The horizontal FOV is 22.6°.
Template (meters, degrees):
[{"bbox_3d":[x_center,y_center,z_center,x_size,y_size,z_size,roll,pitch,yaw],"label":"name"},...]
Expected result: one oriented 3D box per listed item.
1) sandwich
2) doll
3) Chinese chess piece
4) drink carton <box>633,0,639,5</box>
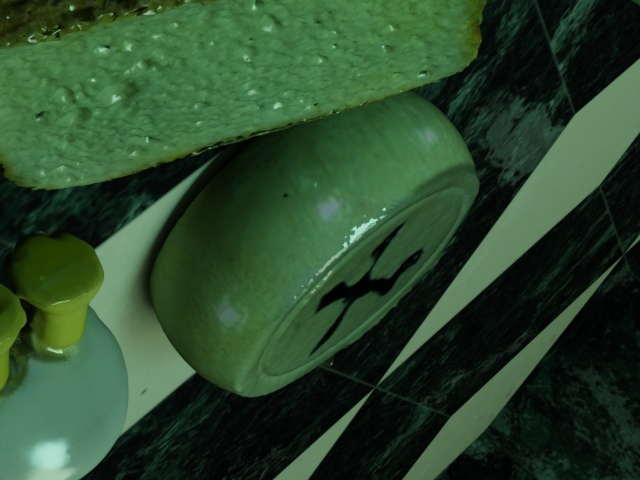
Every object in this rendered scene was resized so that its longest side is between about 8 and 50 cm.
[{"bbox_3d":[-0.044,-0.092,0.617,0.214,0.065,0.186,-16,164,0],"label":"sandwich"},{"bbox_3d":[-0.187,0.107,0.820,0.141,0.117,0.296,-40,176,-43],"label":"doll"},{"bbox_3d":[0.000,0.000,1.025,0.238,0.092,0.238,-40,164,-14],"label":"Chinese chess piece"},{"bbox_3d":[0.164,-0.204,0.876,0.144,0.142,0.146,-24,148,-54],"label":"drink carton"}]
